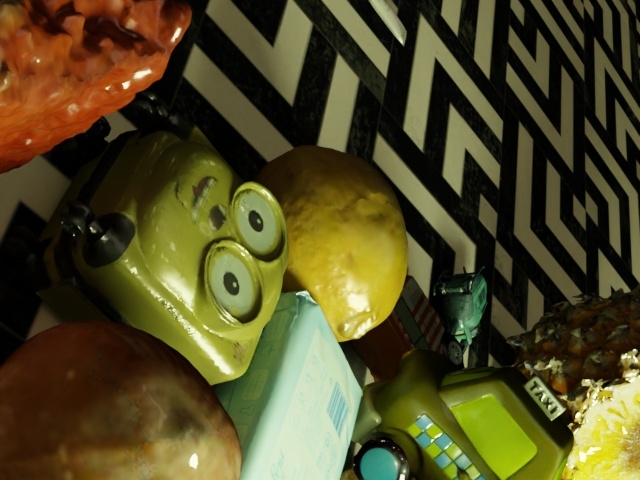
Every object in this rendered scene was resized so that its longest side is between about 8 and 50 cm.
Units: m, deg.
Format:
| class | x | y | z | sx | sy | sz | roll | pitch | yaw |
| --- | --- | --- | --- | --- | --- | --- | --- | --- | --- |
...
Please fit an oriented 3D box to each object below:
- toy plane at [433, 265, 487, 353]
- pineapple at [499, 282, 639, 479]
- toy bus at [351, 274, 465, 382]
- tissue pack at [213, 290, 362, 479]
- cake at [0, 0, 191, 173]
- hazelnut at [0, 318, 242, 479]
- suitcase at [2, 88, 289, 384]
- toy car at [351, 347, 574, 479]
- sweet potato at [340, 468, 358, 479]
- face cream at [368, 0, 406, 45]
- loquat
| class | x | y | z | sx | sy | sz | roll | pitch | yaw |
| --- | --- | --- | --- | --- | --- | --- | --- | --- | --- |
| toy plane | 0.193 | 0.103 | 1.442 | 0.235 | 0.060 | 0.096 | -48 | 127 | -59 |
| pineapple | 0.411 | 0.228 | 1.419 | 0.352 | 0.352 | 0.300 | 54 | 0 | -24 |
| toy bus | 0.161 | 0.232 | 1.289 | 0.092 | 0.093 | 0.408 | -44 | 110 | -47 |
| tissue pack | -0.047 | 0.200 | 0.973 | 0.177 | 0.089 | 0.263 | 64 | 34 | -37 |
| cake | -0.298 | -0.193 | 0.672 | 0.269 | 0.270 | 0.319 | -27 | 95 | -57 |
| hazelnut | -0.150 | 0.155 | 0.763 | 0.214 | 0.214 | 0.176 | 51 | 54 | -27 |
| suitcase | -0.133 | 0.008 | 0.920 | 0.235 | 0.143 | 0.193 | 50 | 37 | -30 |
| toy car | 0.168 | 0.216 | 1.105 | 0.248 | 0.198 | 0.204 | 50 | 17 | 16 |
| sweet potato | 0.148 | 0.389 | 1.181 | 0.385 | 0.109 | 0.109 | 41 | 43 | -31 |
| face cream | 0.100 | -0.344 | 1.568 | 0.115 | 0.020 | 0.038 | 48 | 38 | -35 |
| loquat | 0.000 | 0.000 | 1.095 | 0.176 | 0.187 | 0.234 | -3 | 58 | -30 |
